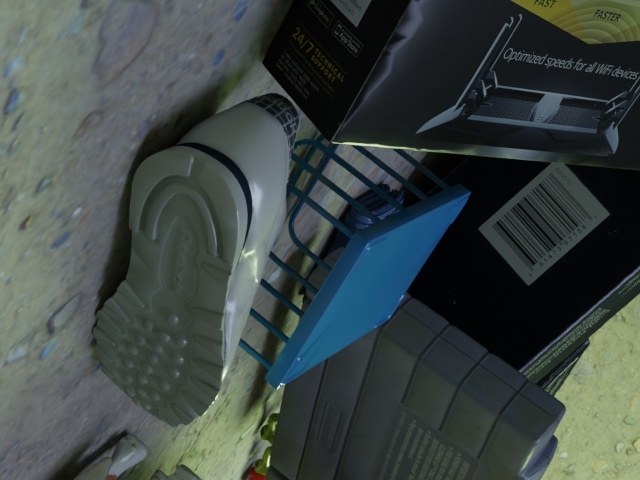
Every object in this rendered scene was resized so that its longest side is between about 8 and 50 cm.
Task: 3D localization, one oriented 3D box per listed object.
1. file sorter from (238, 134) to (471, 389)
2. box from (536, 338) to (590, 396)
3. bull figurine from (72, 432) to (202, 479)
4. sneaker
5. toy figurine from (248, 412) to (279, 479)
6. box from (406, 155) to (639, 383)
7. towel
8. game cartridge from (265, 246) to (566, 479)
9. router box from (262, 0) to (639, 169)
[{"bbox_3d":[0.000,0.000,0.921,0.118,0.104,0.170,-59,164,25],"label":"file sorter"},{"bbox_3d":[0.162,0.228,1.805,0.294,0.182,0.296,-28,151,-59],"label":"box"},{"bbox_3d":[-0.163,0.258,1.059,0.188,0.101,0.310,-51,168,-16],"label":"bull figurine"},{"bbox_3d":[-0.066,0.019,0.819,0.095,0.090,0.235,-51,170,-44],"label":"sneaker"},{"bbox_3d":[0.031,0.201,1.544,0.363,0.191,0.217,96,4,-52],"label":"toy figurine"},{"bbox_3d":[0.225,-0.003,1.345,0.343,0.179,0.312,-42,166,8],"label":"box"},{"bbox_3d":[0.028,0.010,1.178,0.067,0.029,0.119,-32,156,-50],"label":"towel"},{"bbox_3d":[0.070,0.178,1.201,0.068,0.230,0.355,-49,164,-33],"label":"game cartridge"},{"bbox_3d":[0.149,-0.164,0.813,0.308,0.081,0.243,2,129,-43],"label":"router box"}]
